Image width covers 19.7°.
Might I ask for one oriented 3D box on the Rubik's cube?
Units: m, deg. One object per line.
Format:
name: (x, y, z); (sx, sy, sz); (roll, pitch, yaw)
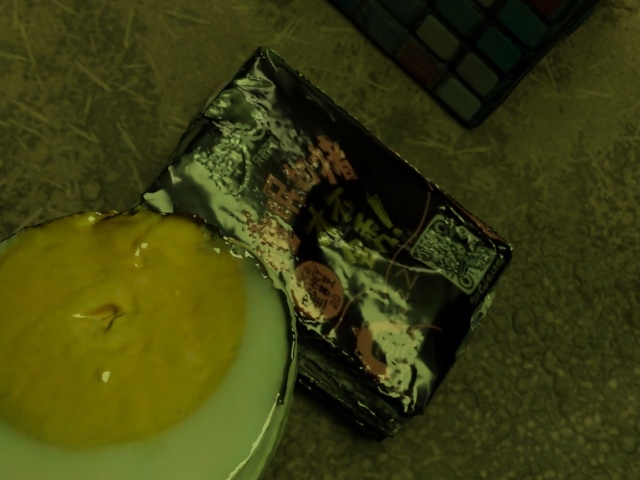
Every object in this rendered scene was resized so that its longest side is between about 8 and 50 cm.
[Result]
Rubik's cube: (0.178, -0.343, 1.832); (0.293, 0.287, 0.292); (45, 61, 4)

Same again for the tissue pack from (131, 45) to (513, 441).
tissue pack: (0.000, 0.000, 1.721); (0.332, 0.123, 0.245); (38, 55, -5)

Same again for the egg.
egg: (-0.161, 0.143, 1.549); (0.337, 0.201, 0.337); (-8, 59, 13)
